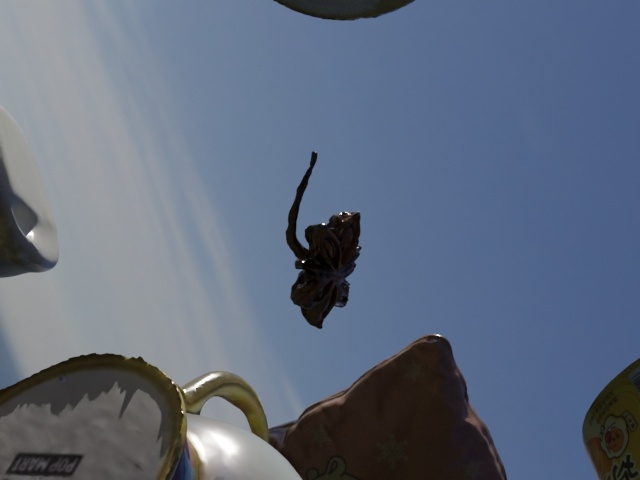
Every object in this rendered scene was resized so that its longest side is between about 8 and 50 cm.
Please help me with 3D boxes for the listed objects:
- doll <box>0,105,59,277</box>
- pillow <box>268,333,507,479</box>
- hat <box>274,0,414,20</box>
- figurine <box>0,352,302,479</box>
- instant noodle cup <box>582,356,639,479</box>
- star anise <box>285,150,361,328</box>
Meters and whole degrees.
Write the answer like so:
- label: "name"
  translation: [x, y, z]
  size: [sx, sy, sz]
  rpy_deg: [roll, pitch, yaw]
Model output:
- label: "doll"
  translation: [-0.335, 0.008, 0.760]
  size: [0.348, 0.423, 0.161]
  rpy_deg: [108, -30, -44]
- label: "pillow"
  translation: [0.029, 0.202, 0.985]
  size: [0.223, 0.236, 0.084]
  rpy_deg: [59, 10, -7]
- label: "hat"
  translation: [0.006, -0.312, 1.445]
  size: [0.110, 0.252, 0.252]
  rpy_deg: [143, -74, -77]
- label: "figurine"
  translation: [-0.035, 0.162, 0.564]
  size: [0.142, 0.189, 0.263]
  rpy_deg: [1, -44, 36]
- label: "instant noodle cup"
  translation: [0.374, 0.220, 1.441]
  size: [0.264, 0.264, 0.200]
  rpy_deg: [83, -16, -48]
- label: "star anise"
  translation: [0.000, 0.000, 1.665]
  size: [0.070, 0.097, 0.191]
  rpy_deg: [19, -71, 37]
